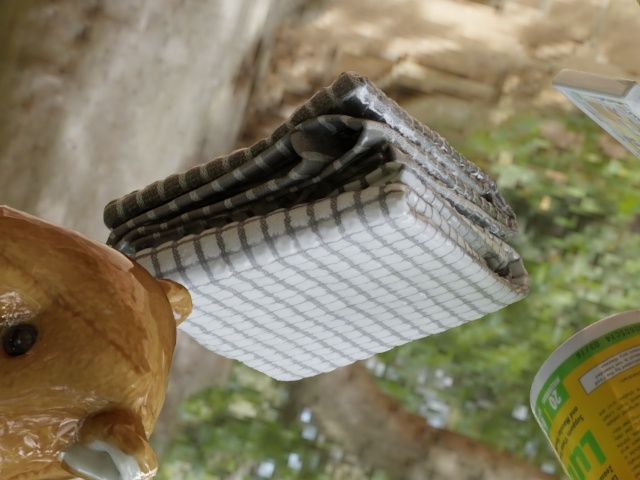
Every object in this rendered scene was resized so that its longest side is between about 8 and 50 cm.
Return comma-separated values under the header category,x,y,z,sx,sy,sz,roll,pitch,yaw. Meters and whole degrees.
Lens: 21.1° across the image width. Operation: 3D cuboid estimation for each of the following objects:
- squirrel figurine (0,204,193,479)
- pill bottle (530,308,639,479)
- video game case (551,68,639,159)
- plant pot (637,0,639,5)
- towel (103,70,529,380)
category,x,y,z,sx,sy,sz,roll,pitch,yaw
squirrel figurine,-0.223,0.159,1.031,0.397,0.370,0.281,59,-166,-20
pill bottle,0.262,0.180,1.247,0.136,0.136,0.245,14,-144,-38
video game case,0.344,-0.094,1.720,0.206,0.026,0.227,38,180,-13
plant pot,0.240,-0.167,0.814,0.254,0.239,0.254,-19,-178,1
towel,0.000,0.000,1.274,0.235,0.121,0.284,-20,156,21
